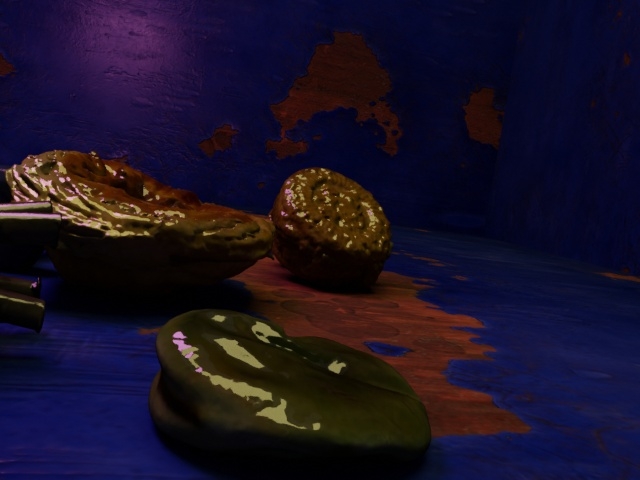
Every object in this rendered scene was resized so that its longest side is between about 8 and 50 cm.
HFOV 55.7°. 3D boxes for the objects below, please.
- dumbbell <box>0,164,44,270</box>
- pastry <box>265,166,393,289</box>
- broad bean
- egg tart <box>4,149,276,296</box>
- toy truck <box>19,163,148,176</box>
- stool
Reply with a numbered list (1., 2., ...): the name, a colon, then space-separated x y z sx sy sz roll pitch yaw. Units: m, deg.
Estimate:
1. dumbbell: -0.437 -0.046 0.957 0.144 0.160 0.325 37 5 -1
2. pastry: 0.022 -0.023 1.087 0.235 0.132 0.240 32 43 6
3. broad bean: -0.019 0.106 0.428 0.207 0.072 0.153 10 18 -1
4. egg tart: -0.228 -0.010 0.827 0.340 0.152 0.351 17 10 -13
5. toy truck: -0.649 -0.137 1.649 0.185 0.132 0.338 0 -3 34
6. stool: -0.302 0.032 0.502 0.139 0.153 0.227 9 47 -29
